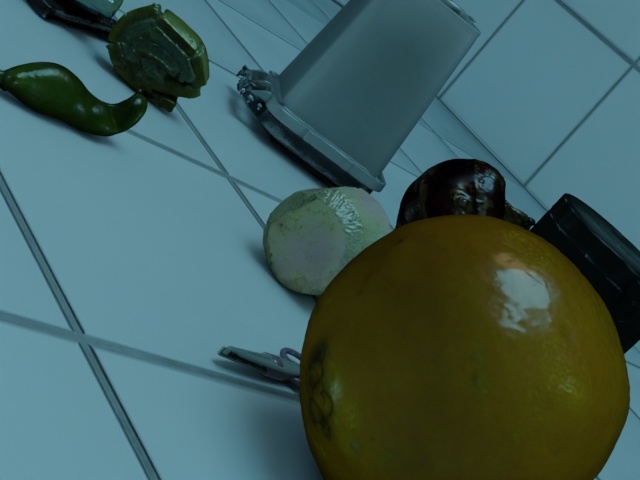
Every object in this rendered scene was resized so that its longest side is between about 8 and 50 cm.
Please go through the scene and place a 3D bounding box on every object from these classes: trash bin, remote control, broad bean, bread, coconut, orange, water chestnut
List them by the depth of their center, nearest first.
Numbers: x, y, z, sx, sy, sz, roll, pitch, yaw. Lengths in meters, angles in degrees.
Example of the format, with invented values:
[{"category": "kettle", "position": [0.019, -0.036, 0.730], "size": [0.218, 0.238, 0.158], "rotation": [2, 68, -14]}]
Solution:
[{"category": "orange", "position": [0.129, 0.130, 1.136], "size": [0.312, 0.312, 0.312], "rotation": [38, 15, -12]}, {"category": "broad bean", "position": [-0.294, -0.167, 1.431], "size": [0.214, 0.070, 0.048], "rotation": [10, 16, -46]}, {"category": "coconut", "position": [0.015, 0.002, 1.559], "size": [0.147, 0.147, 0.153], "rotation": [47, 19, 21]}, {"category": "trash bin", "position": [0.290, 0.114, 1.603], "size": [0.203, 0.301, 0.252], "rotation": [33, 19, -30]}, {"category": "bread", "position": [-0.229, -0.263, 1.750], "size": [0.156, 0.117, 0.064], "rotation": [38, 13, -9]}, {"category": "remote control", "position": [-0.353, -0.329, 1.814], "size": [0.059, 0.028, 0.212], "rotation": [43, 14, 23]}, {"category": "water chestnut", "position": [0.237, -0.027, 2.020], "size": [0.238, 0.223, 0.223], "rotation": [8, 16, 3]}, {"category": "trash bin", "position": [0.067, -0.297, 2.091], "size": [0.296, 0.367, 0.256], "rotation": [36, 16, -15]}]

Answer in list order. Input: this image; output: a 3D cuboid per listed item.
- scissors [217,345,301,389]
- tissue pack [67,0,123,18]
[{"category": "scissors", "position": [-0.047, 0.130, 1.261], "size": [0.176, 0.022, 0.085], "rotation": [27, 23, -52]}, {"category": "tissue pack", "position": [-0.382, -0.419, 1.836], "size": [0.185, 0.081, 0.257], "rotation": [28, 11, -18]}]
